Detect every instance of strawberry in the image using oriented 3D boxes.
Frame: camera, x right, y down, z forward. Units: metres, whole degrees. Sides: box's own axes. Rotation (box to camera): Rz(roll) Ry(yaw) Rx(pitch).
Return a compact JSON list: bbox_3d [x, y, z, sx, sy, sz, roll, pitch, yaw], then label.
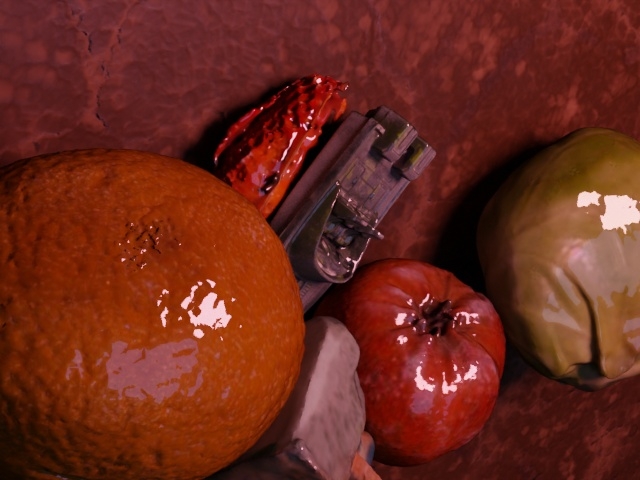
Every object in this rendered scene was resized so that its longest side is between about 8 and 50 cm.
[{"bbox_3d":[-0.050,-0.102,1.249,0.188,0.082,0.121,-57,172,-14],"label":"strawberry"}]

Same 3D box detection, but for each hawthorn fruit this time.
[{"bbox_3d":[0.088,0.163,1.401,0.242,0.242,0.272,-11,144,-31],"label":"hawthorn fruit"}]

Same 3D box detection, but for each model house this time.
[{"bbox_3d":[-0.008,0.278,1.276,0.325,0.267,0.194,50,37,-24],"label":"model house"}]

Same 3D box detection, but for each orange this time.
[{"bbox_3d":[-0.198,0.074,1.066,0.357,0.322,0.322,4,110,-28],"label":"orange"}]

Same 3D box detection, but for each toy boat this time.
[{"bbox_3d":[0.000,0.000,1.312,0.319,0.092,0.141,-53,150,1],"label":"toy boat"}]

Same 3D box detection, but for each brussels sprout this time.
[{"bbox_3d":[0.338,0.016,1.477,0.328,0.247,0.328,-6,114,-14],"label":"brussels sprout"}]
